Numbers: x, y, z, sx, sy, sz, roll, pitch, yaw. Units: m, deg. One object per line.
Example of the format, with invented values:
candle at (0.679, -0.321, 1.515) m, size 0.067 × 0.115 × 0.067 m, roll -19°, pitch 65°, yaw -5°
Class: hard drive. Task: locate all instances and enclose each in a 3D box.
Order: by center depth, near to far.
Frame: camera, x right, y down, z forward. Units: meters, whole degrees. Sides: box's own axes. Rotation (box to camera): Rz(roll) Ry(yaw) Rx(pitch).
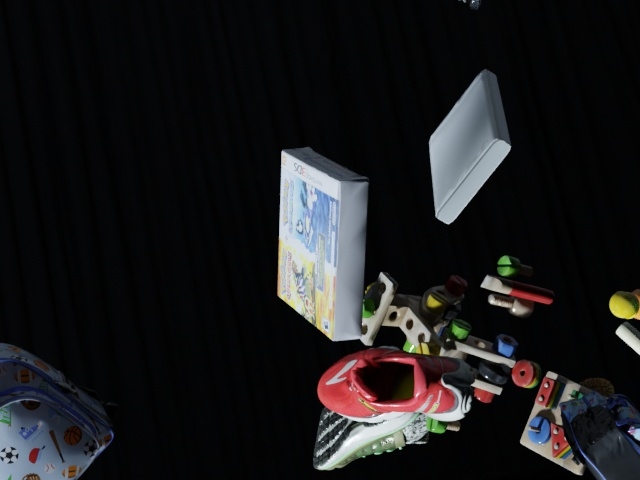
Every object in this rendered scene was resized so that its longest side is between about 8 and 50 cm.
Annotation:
hard drive at (0.288, -0.190, 2.482) m, size 0.040 × 0.307 × 0.203 m, roll 29°, pitch 119°, yaw -15°

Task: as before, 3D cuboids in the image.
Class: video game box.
video game box at (0.000, 0.000, 1.594) m, size 0.048 × 0.205 × 0.187 m, roll -4°, pitch -164°, yaw -21°

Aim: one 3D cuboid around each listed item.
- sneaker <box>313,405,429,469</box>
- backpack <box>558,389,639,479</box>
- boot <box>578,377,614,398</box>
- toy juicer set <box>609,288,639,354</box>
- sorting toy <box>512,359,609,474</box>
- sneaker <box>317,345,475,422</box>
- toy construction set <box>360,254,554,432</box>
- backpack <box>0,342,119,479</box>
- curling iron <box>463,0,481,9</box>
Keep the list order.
sneaker at (0.128, 0.394, 2.580) m, size 0.182 × 0.158 × 0.410 m, roll 26°, pitch 145°, yaw -22°
backpack at (0.440, 0.298, 1.905) m, size 0.117 × 0.158 × 0.173 m, roll -39°, pitch -158°, yaw 10°
boot at (0.492, 0.317, 2.446) m, size 0.158 × 0.059 × 0.084 m, roll -23°, pitch 163°, yaw -17°
toy juicer set at (0.624, 0.157, 2.290) m, size 0.089 × 0.209 × 0.329 m, roll -55°, pitch 173°, yaw 18°
sorting toy at (0.393, 0.295, 2.044) m, size 0.046 × 0.132 × 0.274 m, roll 19°, pitch -176°, yaw -41°
sneaker at (0.078, 0.182, 1.675) m, size 0.118 × 0.107 × 0.279 m, roll 15°, pitch 163°, yaw -36°
toy construction set at (0.198, 0.130, 2.095) m, size 0.237 × 0.257 × 0.309 m, roll 15°, pitch 139°, yaw -30°
backpack at (-0.486, 0.301, 1.971) m, size 0.276 × 0.263 × 0.213 m, roll -50°, pitch -164°, yaw -9°
curling iron at (0.214, -0.366, 1.753) m, size 0.035 × 0.068 × 0.274 m, roll 0°, pitch -164°, yaw 10°
